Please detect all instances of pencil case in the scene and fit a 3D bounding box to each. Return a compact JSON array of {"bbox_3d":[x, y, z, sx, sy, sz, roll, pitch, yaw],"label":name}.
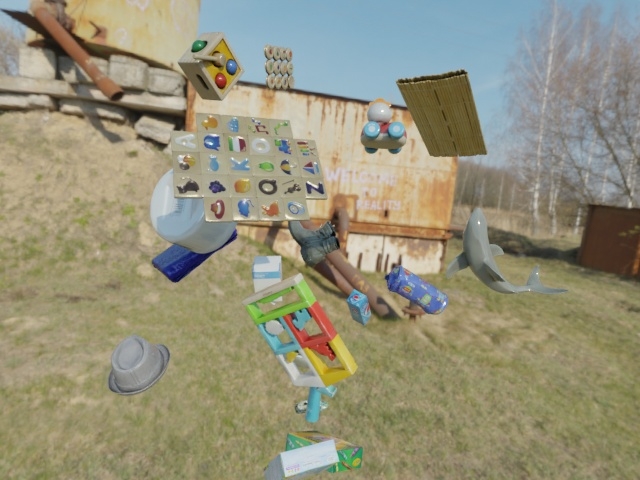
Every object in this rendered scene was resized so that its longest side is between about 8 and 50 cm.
[{"bbox_3d":[0.447,0.237,2.000,0.306,0.133,0.119,31,8,-14],"label":"pencil case"}]

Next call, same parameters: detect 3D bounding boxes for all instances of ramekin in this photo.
[{"bbox_3d":[-0.404,-0.106,1.349,0.276,0.278,0.135,9,-7,28],"label":"ramekin"}]

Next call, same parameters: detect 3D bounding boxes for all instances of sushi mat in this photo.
[{"bbox_3d":[0.289,-0.277,0.987,0.151,0.019,0.316,4,-17,29],"label":"sushi mat"}]

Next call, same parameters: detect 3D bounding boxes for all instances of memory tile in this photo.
[{"bbox_3d":[-0.112,-0.478,1.185,0.012,0.113,0.148,8,22,23],"label":"memory tile"}]

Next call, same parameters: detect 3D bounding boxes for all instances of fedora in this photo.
[{"bbox_3d":[-0.711,0.455,1.636,0.243,0.125,0.275,-17,31,-9],"label":"fedora"}]

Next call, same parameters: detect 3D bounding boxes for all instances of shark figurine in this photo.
[{"bbox_3d":[0.409,0.077,0.964,0.278,0.166,0.116,38,4,-13],"label":"shark figurine"}]

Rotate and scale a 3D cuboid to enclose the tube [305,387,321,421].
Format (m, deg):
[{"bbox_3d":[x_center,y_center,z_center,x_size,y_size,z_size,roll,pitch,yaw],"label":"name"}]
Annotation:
[{"bbox_3d":[-0.022,0.571,1.581,0.052,0.207,0.080,-3,20,-28],"label":"tube"}]

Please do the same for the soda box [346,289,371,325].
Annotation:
[{"bbox_3d":[0.179,0.312,1.968,0.071,0.067,0.210,25,-24,27],"label":"soda box"}]

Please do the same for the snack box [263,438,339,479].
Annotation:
[{"bbox_3d":[-0.063,0.680,1.292,0.174,0.207,0.070,-2,52,-25],"label":"snack box"}]

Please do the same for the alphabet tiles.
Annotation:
[{"bbox_3d":[-0.156,-0.168,0.965,0.342,0.286,0.011,-2,-26,-23],"label":"alphabet tiles"}]

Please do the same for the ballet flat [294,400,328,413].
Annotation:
[{"bbox_3d":[-0.052,0.876,2.269,0.188,0.070,0.070,-18,3,10],"label":"ballet flat"}]

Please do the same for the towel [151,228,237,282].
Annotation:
[{"bbox_3d":[-0.477,0.035,1.631,0.308,0.076,0.227,-37,28,-23],"label":"towel"}]

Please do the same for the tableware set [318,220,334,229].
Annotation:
[{"bbox_3d":[0.000,0.000,2.063,0.039,0.194,0.128,31,-12,-16],"label":"tableware set"}]

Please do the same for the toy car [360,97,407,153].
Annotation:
[{"bbox_3d":[0.290,-0.544,1.950,0.210,0.238,0.219,2,-8,8],"label":"toy car"}]

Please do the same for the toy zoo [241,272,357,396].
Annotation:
[{"bbox_3d":[-0.041,0.231,0.977,0.192,0.293,0.030,-26,8,38],"label":"toy zoo"}]

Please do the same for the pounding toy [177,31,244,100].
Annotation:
[{"bbox_3d":[-0.257,-0.414,1.002,0.100,0.130,0.141,14,-26,30],"label":"pounding toy"}]

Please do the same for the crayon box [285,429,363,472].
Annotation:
[{"bbox_3d":[0.011,0.841,1.715,0.165,0.081,0.278,18,-16,-42],"label":"crayon box"}]

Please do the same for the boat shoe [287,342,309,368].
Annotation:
[{"bbox_3d":[-0.109,0.527,1.999,0.116,0.099,0.319,40,-27,-13],"label":"boat shoe"}]

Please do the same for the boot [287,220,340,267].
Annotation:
[{"bbox_3d":[-0.020,-0.026,1.676,0.083,0.161,0.247,32,26,-55],"label":"boot"}]

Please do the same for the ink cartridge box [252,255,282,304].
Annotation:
[{"bbox_3d":[-0.172,0.135,1.417,0.089,0.143,0.092,-1,31,-1],"label":"ink cartridge box"}]
